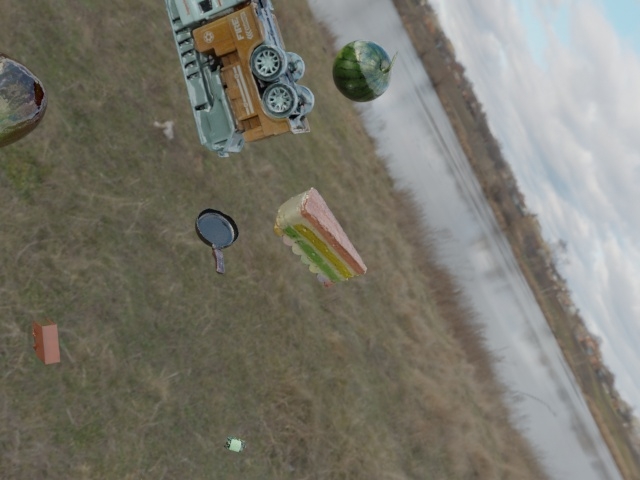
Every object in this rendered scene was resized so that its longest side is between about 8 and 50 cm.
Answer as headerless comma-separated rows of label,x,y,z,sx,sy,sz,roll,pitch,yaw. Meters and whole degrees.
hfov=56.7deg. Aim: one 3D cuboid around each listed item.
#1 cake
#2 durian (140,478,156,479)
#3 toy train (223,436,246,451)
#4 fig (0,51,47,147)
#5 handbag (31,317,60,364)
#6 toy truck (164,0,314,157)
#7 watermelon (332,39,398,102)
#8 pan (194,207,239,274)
cake,-0.006,0.008,1.274,0.225,0.109,0.090,57,26,-10
durian,-0.332,0.580,1.179,0.261,0.186,0.154,29,6,-13
toy train,-0.237,0.571,1.660,0.083,0.053,0.033,61,43,-69
fig,-0.413,-0.158,0.730,0.154,0.109,0.103,-56,145,-23
handbag,-0.906,0.329,1.956,0.063,0.190,0.127,-7,93,-35
toy truck,-0.143,-0.312,0.933,0.133,0.185,0.338,-46,120,-74
watermelon,0.137,-0.515,1.812,0.215,0.188,0.188,23,-17,42
pan,-0.252,0.008,1.451,0.115,0.040,0.212,15,42,-27
